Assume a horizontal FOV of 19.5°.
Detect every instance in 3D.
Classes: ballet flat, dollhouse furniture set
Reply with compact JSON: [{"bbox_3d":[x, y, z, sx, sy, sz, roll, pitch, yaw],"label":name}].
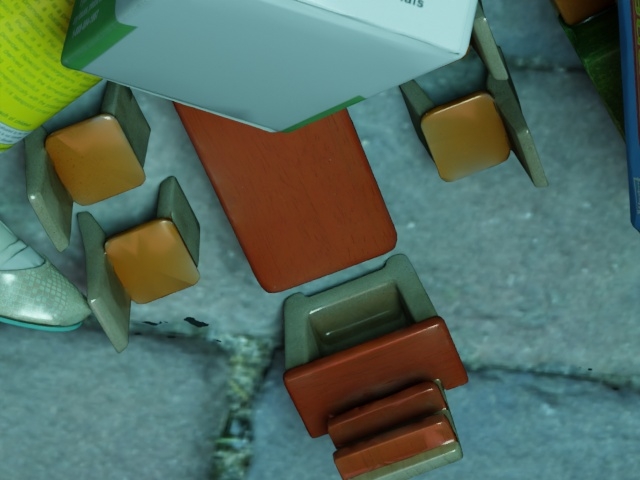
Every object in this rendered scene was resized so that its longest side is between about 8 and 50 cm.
[{"bbox_3d":[-0.204,0.005,1.023,0.168,0.057,0.052,15,112,9],"label":"ballet flat"},{"bbox_3d":[0.000,0.000,1.030,0.262,0.135,0.259,-21,125,6],"label":"dollhouse furniture set"}]

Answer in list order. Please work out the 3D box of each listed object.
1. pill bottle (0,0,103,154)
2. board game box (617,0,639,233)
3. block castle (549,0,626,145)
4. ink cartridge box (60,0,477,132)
[{"bbox_3d":[-0.133,-0.134,0.926,0.215,0.117,0.117,-34,123,15],"label":"pill bottle"},{"bbox_3d":[0.270,-0.158,0.733,0.302,0.086,0.308,-6,104,-4],"label":"board game box"},{"bbox_3d":[0.268,-0.148,0.924,0.303,0.213,0.453,-29,125,11],"label":"block castle"},{"bbox_3d":[-0.001,-0.203,0.772,0.117,0.201,0.278,16,79,-18],"label":"ink cartridge box"}]
